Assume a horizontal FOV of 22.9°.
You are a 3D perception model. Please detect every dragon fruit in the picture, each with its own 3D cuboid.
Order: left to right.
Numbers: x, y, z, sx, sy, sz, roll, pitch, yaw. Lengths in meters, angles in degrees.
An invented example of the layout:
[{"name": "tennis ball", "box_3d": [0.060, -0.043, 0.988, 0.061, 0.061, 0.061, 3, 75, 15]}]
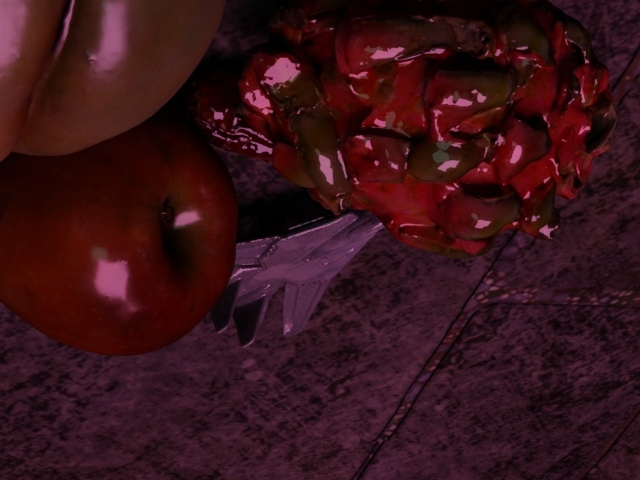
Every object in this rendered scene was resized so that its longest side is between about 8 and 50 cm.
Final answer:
[{"name": "dragon fruit", "box_3d": [0.084, -0.113, 1.262, 0.303, 0.237, 0.231, 18, 99, -13]}]

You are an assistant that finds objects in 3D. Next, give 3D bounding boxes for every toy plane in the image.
[{"name": "toy plane", "box_3d": [-0.004, -0.009, 1.515, 0.267, 0.088, 0.212, -38, 141, 15]}]

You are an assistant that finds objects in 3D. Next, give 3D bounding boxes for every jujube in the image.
[{"name": "jujube", "box_3d": [-0.057, -0.108, 1.357, 0.129, 0.077, 0.077, 10, 137, -31]}]

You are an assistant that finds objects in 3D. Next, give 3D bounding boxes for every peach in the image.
[{"name": "peach", "box_3d": [-0.211, -0.178, 1.072, 0.292, 0.247, 0.292, -16, 173, -2]}]

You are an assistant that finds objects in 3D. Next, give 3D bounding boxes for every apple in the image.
[{"name": "apple", "box_3d": [-0.187, -0.012, 1.319, 0.230, 0.230, 0.230, -11, 144, -8]}]
